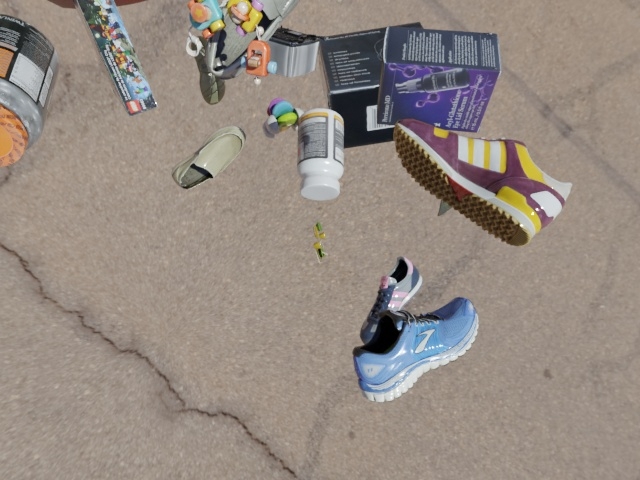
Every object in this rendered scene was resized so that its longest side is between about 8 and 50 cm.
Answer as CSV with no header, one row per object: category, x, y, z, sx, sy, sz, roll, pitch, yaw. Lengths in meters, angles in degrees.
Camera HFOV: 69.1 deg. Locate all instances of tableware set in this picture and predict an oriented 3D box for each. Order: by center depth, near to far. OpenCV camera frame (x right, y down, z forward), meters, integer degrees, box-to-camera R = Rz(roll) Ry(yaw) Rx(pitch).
tableware set,0.000,0.000,1.505,0.024,0.154,0.104,-14,109,12

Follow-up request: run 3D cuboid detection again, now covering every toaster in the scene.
toaster,-0.102,-0.601,1.472,0.185,0.110,0.168,25,39,22

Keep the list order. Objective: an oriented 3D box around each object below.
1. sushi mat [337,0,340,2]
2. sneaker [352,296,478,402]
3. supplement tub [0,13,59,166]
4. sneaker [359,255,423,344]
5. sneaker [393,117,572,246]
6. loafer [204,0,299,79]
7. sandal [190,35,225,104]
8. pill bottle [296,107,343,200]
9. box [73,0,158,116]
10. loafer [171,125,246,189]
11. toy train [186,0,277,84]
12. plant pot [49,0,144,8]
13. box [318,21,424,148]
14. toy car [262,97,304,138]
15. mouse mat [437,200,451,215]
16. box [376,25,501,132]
sushi mat,0.147,-0.804,1.284,0.151,0.316,0.019,55,33,-32
sneaker,0.209,0.204,1.008,0.329,0.129,0.147,-28,101,-24
supplement tub,-0.679,-0.316,0.981,0.193,0.194,0.316,2,50,-18
sneaker,0.210,0.188,1.516,0.319,0.112,0.131,-52,125,-26
sneaker,0.159,-0.077,0.478,0.084,0.070,0.185,-41,68,-11
loafer,-0.098,-0.420,0.805,0.111,0.112,0.320,29,112,-18
sandal,-0.386,-0.580,1.592,0.089,0.060,0.220,-19,108,-4
pill bottle,-0.001,-0.287,1.569,0.162,0.162,0.279,7,72,-17
box,-0.316,-0.289,0.706,0.044,0.233,0.159,-25,121,-16
loafer,-0.331,-0.238,1.403,0.268,0.092,0.102,-36,135,12
toy train,-0.147,-0.322,0.734,0.166,0.046,0.125,18,117,10
plant pot,-0.548,-0.650,0.979,0.267,0.235,0.268,1,82,-62
box,0.252,-0.676,2.008,0.478,0.298,0.472,-8,50,1
toy car,-0.157,-0.496,1.854,0.159,0.182,0.137,-21,97,-15
mouse mat,0.397,-0.161,1.309,0.152,0.190,0.007,-32,57,-20
box,0.215,-0.303,0.883,0.206,0.153,0.108,5,59,6
